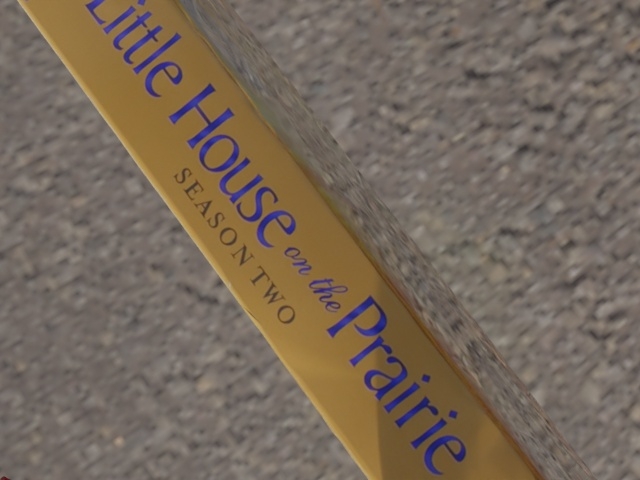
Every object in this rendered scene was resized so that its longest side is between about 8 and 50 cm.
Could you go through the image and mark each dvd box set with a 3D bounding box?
[{"bbox_3d":[0.000,0.000,0.947,0.062,0.307,0.420,-38,73,5],"label":"dvd box set"}]

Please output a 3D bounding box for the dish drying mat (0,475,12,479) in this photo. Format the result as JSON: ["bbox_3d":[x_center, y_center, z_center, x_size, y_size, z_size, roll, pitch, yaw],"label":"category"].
[{"bbox_3d":[-0.090,0.118,0.714,0.083,0.008,0.032,35,103,-21],"label":"dish drying mat"}]
